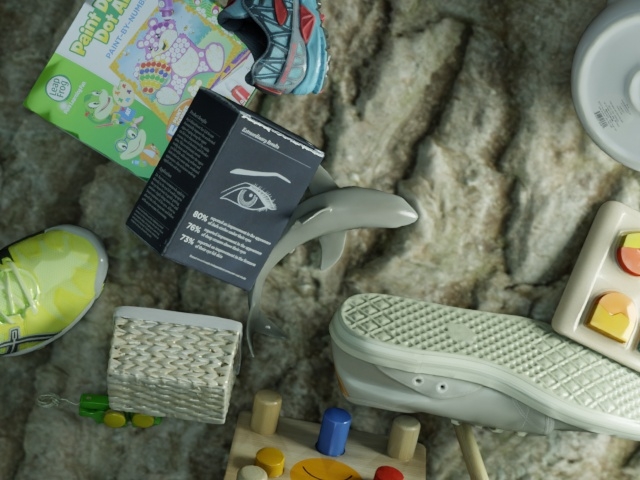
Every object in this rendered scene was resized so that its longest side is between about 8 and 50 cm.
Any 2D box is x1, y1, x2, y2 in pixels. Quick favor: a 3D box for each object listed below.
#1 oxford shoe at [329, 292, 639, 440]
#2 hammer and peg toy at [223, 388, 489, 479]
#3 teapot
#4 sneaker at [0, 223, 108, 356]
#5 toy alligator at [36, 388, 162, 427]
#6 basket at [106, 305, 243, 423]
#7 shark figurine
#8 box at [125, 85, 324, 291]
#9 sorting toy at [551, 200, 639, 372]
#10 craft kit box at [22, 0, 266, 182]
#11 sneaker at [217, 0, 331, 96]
[{"bbox_3d":[0.222,0.181,1.896,0.449,0.169,0.130,13,122,-5],"label":"oxford shoe"},{"bbox_3d":[0.059,0.315,1.854,0.361,0.266,0.127,10,115,-1],"label":"hammer and peg toy"},{"bbox_3d":[0.446,-0.209,1.851,0.253,0.187,0.256,21,121,18],"label":"teapot"},{"bbox_3d":[-0.444,0.103,1.885,0.385,0.147,0.145,-29,91,1],"label":"sneaker"},{"bbox_3d":[-0.274,0.223,1.941,0.190,0.056,0.051,0,134,0],"label":"toy alligator"},{"bbox_3d":[-0.189,0.161,1.886,0.167,0.113,0.103,8,55,1],"label":"basket"},{"bbox_3d":[-0.029,0.004,1.896,0.278,0.116,0.166,-43,91,1],"label":"shark figurine"},{"bbox_3d":[-0.119,-0.064,1.856,0.153,0.108,0.207,26,96,-40],"label":"box"},{"bbox_3d":[0.427,0.071,1.910,0.208,0.038,0.193,25,78,0],"label":"sorting toy"},{"bbox_3d":[-0.214,-0.214,1.913,0.247,0.061,0.250,32,93,1],"label":"craft kit box"},{"bbox_3d":[-0.069,-0.304,1.843,0.125,0.104,0.261,-7,70,-17],"label":"sneaker"}]
